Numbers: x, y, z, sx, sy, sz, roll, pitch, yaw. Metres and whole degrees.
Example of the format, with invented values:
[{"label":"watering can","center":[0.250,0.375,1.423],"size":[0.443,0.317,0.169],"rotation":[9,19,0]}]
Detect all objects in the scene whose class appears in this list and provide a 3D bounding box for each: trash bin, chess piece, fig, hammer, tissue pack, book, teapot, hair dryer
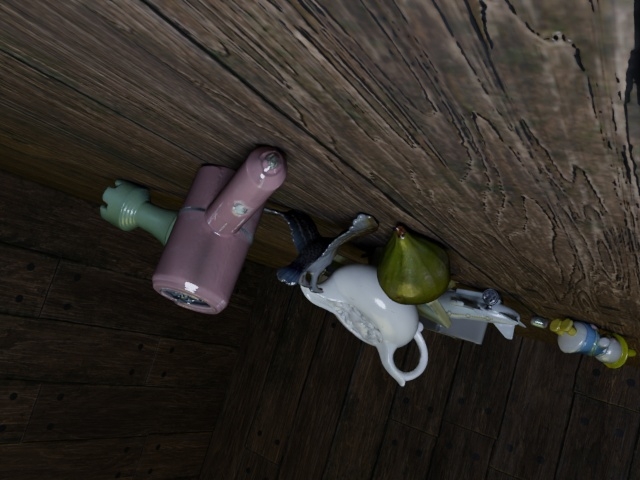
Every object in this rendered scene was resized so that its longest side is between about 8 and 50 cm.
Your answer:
[{"label":"trash bin","center":[0.154,0.049,1.180],"size":[0.043,0.060,0.092],"rotation":[22,173,-36]},{"label":"chess piece","center":[-0.401,-0.045,1.383],"size":[0.299,0.194,0.194],"rotation":[25,175,12]},{"label":"fig","center":[0.143,0.047,0.935],"size":[0.133,0.126,0.185],"rotation":[29,-175,36]},{"label":"hammer","center":[0.673,0.250,1.677],"size":[0.053,0.031,0.083],"rotation":[18,180,23]},{"label":"tissue pack","center":[0.424,0.239,1.752],"size":[0.160,0.135,0.246],"rotation":[17,173,-4]},{"label":"book","center":[0.147,0.108,1.228],"size":[0.289,0.026,0.201],"rotation":[24,168,30]},{"label":"teapot","center":[0.105,0.148,1.096],"size":[0.298,0.139,0.204],"rotation":[40,151,6]},{"label":"hair dryer","center":[-0.131,-0.030,0.763],"size":[0.125,0.210,0.352],"rotation":[24,157,-15]}]

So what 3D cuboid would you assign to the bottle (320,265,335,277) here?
[{"label":"bottle","center":[0.092,0.104,1.763],"size":[0.244,0.082,0.072],"rotation":[20,128,-30]}]

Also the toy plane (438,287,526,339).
[{"label":"toy plane","center":[0.392,0.166,1.393],"size":[0.255,0.101,0.251],"rotation":[18,175,31]}]

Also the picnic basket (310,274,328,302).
[{"label":"picnic basket","center":[0.102,0.195,2.064],"size":[0.267,0.165,0.139],"rotation":[16,173,0]}]

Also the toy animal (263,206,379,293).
[{"label":"toy animal","center":[-0.002,0.015,1.024],"size":[0.273,0.160,0.197],"rotation":[21,179,37]}]

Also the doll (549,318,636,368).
[{"label":"doll","center":[0.727,0.276,1.453],"size":[0.241,0.098,0.135],"rotation":[18,134,-16]}]

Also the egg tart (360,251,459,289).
[{"label":"egg tart","center":[0.207,0.095,1.320],"size":[0.252,0.098,0.232],"rotation":[16,171,42]}]
